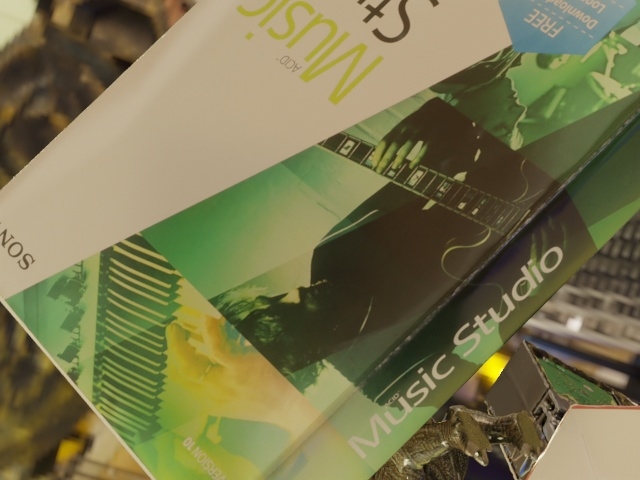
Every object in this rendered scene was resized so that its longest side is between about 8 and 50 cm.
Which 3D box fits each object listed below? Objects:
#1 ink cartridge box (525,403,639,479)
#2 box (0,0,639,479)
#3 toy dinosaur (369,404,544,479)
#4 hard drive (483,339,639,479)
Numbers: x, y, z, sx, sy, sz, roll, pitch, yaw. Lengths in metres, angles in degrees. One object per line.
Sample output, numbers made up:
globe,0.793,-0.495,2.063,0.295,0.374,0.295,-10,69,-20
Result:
ink cartridge box,0.173,0.146,0.609,0.067,0.198,0.115,-54,23,-23
box,0.015,-0.042,0.713,0.322,0.058,0.232,-46,48,-5
toy dinosaur,0.024,0.101,0.979,0.160,0.121,0.313,-33,83,26
hard drive,0.278,0.207,1.094,0.064,0.339,0.237,-57,15,13
